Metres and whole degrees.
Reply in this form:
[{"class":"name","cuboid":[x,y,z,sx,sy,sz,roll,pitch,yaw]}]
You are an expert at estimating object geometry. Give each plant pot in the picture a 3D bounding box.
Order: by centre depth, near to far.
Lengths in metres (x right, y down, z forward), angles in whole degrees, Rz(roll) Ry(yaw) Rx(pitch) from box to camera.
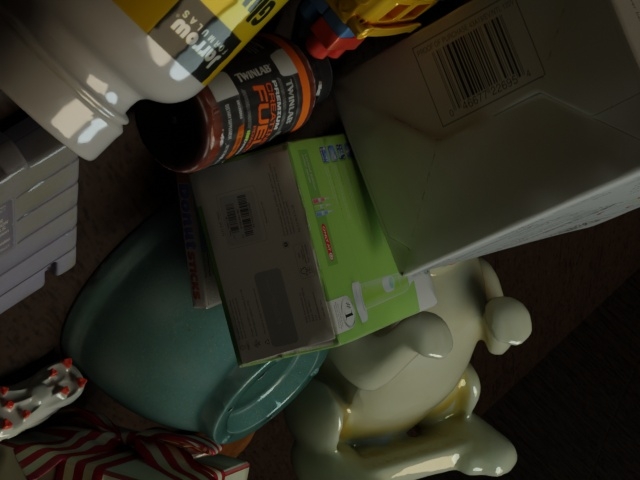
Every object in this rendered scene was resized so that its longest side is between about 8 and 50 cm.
[{"class":"plant pot","cuboid":[-0.114,0.101,1.948,0.293,0.196,0.293,-39,160,-18]}]

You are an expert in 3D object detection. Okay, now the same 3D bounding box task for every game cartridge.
[{"class":"game cartridge","cuboid":[-0.365,0.037,1.515,0.355,0.068,0.230,-35,155,-27]}]

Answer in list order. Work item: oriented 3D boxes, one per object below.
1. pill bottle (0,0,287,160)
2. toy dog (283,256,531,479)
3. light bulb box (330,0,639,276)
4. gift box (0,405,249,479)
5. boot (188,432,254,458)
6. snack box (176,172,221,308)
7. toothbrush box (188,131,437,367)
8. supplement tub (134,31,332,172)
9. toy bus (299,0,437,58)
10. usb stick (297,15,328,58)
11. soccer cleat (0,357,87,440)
[{"class":"pill bottle","cuboid":[-0.107,-0.226,1.298,0.334,0.188,0.188,-46,161,3]},{"class":"toy dog","cuboid":[0.092,0.061,2.116,0.284,0.395,0.408,-6,120,-22]},{"class":"light bulb box","cuboid":[0.275,-0.143,1.793,0.358,0.225,0.361,-25,172,41]},{"class":"gift box","cuboid":[-0.232,0.332,1.956,0.276,0.255,0.258,-5,107,-77]},{"class":"boot","cuboid":[-0.225,0.356,2.462,0.280,0.096,0.264,-26,147,-59]},{"class":"snack box","cuboid":[-0.114,-0.024,1.787,0.064,0.022,0.178,-21,108,-49]},{"class":"toothbrush box","cuboid":[0.000,0.000,1.809,0.122,0.206,0.283,-14,-179,26]},{"class":"supplement tub","cuboid":[-0.077,-0.139,1.669,0.198,0.106,0.106,-26,154,-44]},{"class":"toy bus","cuboid":[0.075,-0.263,1.682,0.211,0.149,0.220,-46,165,29]},{"class":"usb stick","cuboid":[0.086,-0.276,1.818,0.278,0.045,0.077,-36,152,-25]},{"class":"soccer cleat","cuboid":[-0.333,0.182,1.866,0.196,0.068,0.076,-19,162,-50]}]
